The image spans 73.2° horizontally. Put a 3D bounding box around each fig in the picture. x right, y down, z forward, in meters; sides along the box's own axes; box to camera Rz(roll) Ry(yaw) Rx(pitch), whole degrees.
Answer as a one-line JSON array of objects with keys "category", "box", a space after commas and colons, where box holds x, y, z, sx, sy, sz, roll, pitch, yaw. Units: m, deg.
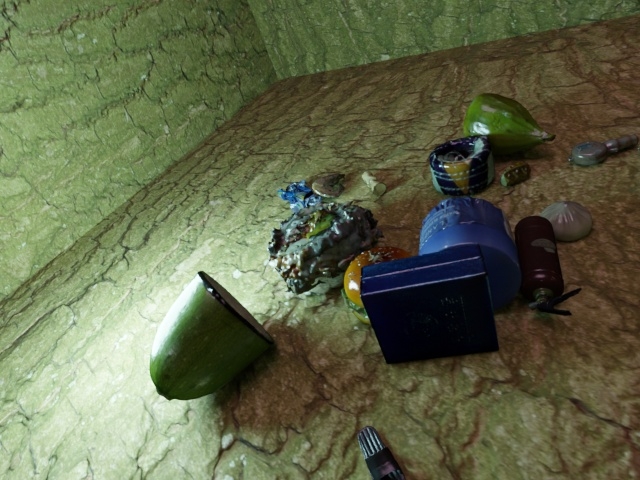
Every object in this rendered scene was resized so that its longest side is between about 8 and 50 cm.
[{"category": "fig", "box": [0.676, -0.417, 1.613, 0.233, 0.233, 0.314, -22, 39, 1]}]

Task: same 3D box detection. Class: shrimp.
[{"category": "shrimp", "box": [0.055, -0.238, 1.855, 0.126, 0.047, 0.223, 38, 42, 18]}]

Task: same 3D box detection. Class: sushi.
[{"category": "sushi", "box": [0.003, -0.001, 1.436, 0.417, 0.176, 0.417, -25, 21, 10]}]

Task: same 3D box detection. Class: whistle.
[{"category": "whistle", "box": [0.949, -0.310, 1.453, 0.220, 0.057, 0.107, -15, 34, 9]}]

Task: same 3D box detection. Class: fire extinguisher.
[{"category": "fire extinguisher", "box": [0.576, 0.069, 1.102, 0.138, 0.102, 0.344, -33, 23, 38]}]

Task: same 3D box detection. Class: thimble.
[{"category": "thimble", "box": [0.522, -0.278, 1.576, 0.237, 0.150, 0.237, -16, 33, 10]}]

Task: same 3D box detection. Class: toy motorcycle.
[{"category": "toy motorcycle", "box": [-0.098, -0.186, 1.860, 0.135, 0.092, 0.254, -35, 38, -15]}]

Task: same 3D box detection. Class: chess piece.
[{"category": "chess piece", "box": [0.215, -0.243, 1.791, 0.060, 0.060, 0.172, -25, 32, -2]}]

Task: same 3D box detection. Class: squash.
[{"category": "squash", "box": [-0.340, 0.297, 1.226, 0.309, 0.310, 0.310, -46, 38, -7]}]

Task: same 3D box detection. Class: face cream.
[{"category": "face cream", "box": [0.386, 0.037, 1.144, 0.249, 0.249, 0.225, -9, 34, 20]}]

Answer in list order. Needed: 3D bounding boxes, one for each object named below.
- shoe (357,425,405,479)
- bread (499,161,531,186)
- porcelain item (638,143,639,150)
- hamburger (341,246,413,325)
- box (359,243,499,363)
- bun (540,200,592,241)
[{"category": "shoe", "box": [0.120, 0.453, 0.910, 0.062, 0.053, 0.159, -25, 32, -8]}, {"category": "bread", "box": [0.680, -0.236, 1.506, 0.110, 0.060, 0.066, -26, 50, -2]}, {"category": "porcelain item", "box": [1.097, -0.346, 1.416, 0.084, 0.054, 0.213, 6, 45, 32]}, {"category": "hamburger", "box": [0.172, 0.118, 1.226, 0.246, 0.170, 0.246, -14, 34, 10]}, {"category": "box", "box": [0.262, 0.163, 1.029, 0.279, 0.261, 0.116, -13, 34, 16]}, {"category": "bun", "box": [0.704, -0.069, 1.239, 0.138, 0.094, 0.138, -14, 39, 12]}]
